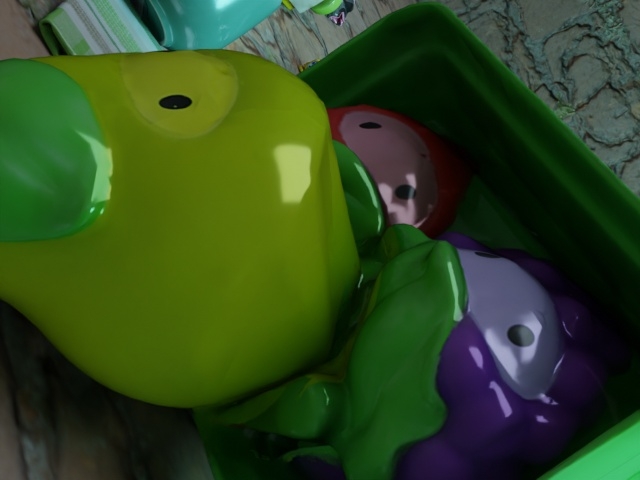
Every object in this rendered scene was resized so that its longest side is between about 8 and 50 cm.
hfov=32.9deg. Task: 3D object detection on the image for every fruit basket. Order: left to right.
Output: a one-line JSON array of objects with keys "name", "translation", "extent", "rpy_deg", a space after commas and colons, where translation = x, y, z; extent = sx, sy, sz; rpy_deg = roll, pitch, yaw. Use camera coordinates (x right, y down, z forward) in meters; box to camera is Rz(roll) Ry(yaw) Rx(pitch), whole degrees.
[{"name": "fruit basket", "translation": [0.000, 0.000, 0.564], "extent": [0.392, 0.283, 0.392], "rpy_deg": [56, 3, -5]}]

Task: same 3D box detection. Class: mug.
[{"name": "mug", "translation": [-0.103, -0.201, 0.866], "extent": [0.129, 0.097, 0.157], "rpy_deg": [31, -27, 46]}]

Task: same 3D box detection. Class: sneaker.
[{"name": "sneaker", "translation": [0.029, -0.379, 1.784], "extent": [0.119, 0.047, 0.057], "rpy_deg": [-16, 101, -74]}]

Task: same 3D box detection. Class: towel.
[{"name": "towel", "translation": [-0.148, -0.128, 0.784], "extent": [0.113, 0.023, 0.152], "rpy_deg": [56, 18, -16]}]

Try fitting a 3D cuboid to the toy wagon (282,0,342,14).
[{"name": "toy wagon", "translation": [-0.079, -0.477, 1.522], "extent": [0.267, 0.068, 0.344], "rpy_deg": [41, 26, -56]}]

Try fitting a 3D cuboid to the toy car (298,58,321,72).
[{"name": "toy car", "translation": [0.004, -0.180, 1.338], "extent": [0.122, 0.041, 0.060], "rpy_deg": [68, 16, 16]}]
